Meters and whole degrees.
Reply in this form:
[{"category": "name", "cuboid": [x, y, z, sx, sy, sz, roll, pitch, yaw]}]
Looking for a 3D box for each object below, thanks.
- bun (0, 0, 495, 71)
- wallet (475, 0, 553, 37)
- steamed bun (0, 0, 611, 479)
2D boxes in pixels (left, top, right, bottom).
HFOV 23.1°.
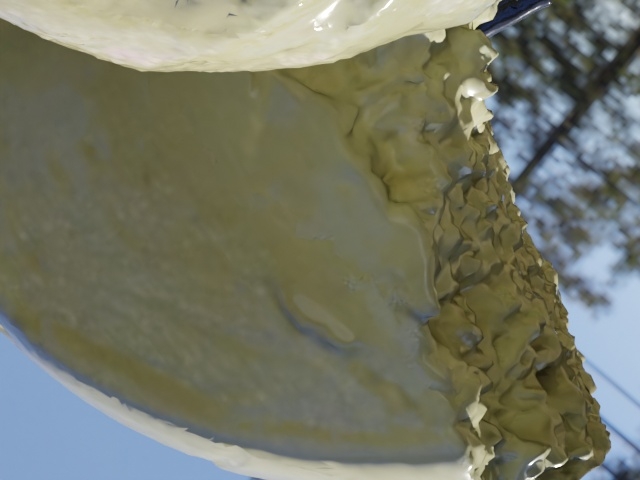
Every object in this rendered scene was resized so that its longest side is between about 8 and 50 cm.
[{"category": "bun", "cuboid": [-0.005, -0.135, 0.320, 0.231, 0.231, 0.133, 26, -179, -41]}, {"category": "wallet", "cuboid": [0.145, -0.228, 1.285, 0.051, 0.377, 0.197, 46, -149, -25]}, {"category": "steamed bun", "cuboid": [0.000, 0.000, 0.656, 0.272, 0.273, 0.290, 64, -170, 13]}]
